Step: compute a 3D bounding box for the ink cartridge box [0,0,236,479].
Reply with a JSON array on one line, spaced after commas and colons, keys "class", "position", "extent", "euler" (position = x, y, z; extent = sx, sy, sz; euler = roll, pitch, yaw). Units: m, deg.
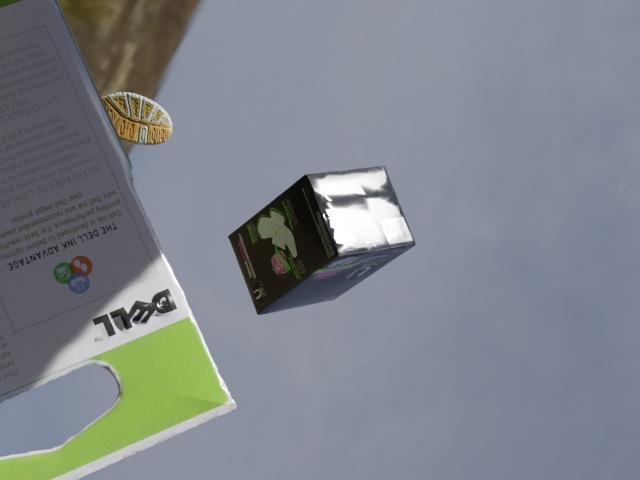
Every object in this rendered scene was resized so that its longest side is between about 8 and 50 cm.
[{"class": "ink cartridge box", "position": [-0.185, 0.014, 0.871], "extent": [0.189, 0.255, 0.097], "euler": [-22, 171, -18]}]

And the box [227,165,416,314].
[{"class": "box", "position": [0.000, 0.000, 0.950], "extent": [0.083, 0.062, 0.052], "euler": [-35, -110, 46]}]

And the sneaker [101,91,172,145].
[{"class": "sneaker", "position": [-0.133, -0.075, 1.042], "extent": [0.037, 0.083, 0.032], "euler": [125, -27, -78]}]
